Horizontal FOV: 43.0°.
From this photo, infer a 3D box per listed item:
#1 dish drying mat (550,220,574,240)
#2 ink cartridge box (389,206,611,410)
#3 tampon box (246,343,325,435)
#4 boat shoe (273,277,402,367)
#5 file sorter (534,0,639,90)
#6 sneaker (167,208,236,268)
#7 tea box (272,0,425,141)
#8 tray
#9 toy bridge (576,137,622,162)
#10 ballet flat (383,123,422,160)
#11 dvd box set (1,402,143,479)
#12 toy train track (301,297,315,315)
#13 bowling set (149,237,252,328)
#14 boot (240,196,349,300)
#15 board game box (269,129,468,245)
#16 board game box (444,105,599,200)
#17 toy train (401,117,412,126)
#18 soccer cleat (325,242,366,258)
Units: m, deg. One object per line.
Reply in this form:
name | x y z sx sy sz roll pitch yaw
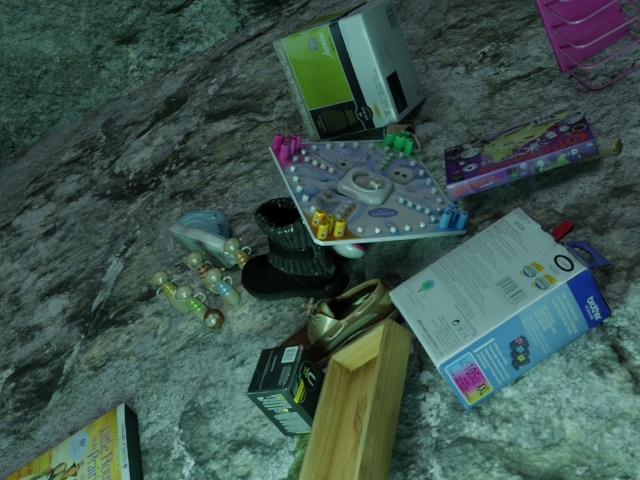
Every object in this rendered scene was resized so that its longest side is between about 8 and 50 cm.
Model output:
dish drying mat | 0.511 -0.012 1.760 0.083 0.008 0.032 -41 33 -8
ink cartridge box | 0.370 0.108 1.602 0.395 0.151 0.270 -35 33 3
tampon box | -0.058 0.315 1.705 0.101 0.161 0.120 -12 41 30
boat shoe | 0.026 0.182 1.837 0.324 0.120 0.123 -30 33 7
file sorter | 0.690 -0.558 2.036 0.202 0.291 0.182 -31 36 5
sneaker | -0.324 -0.031 2.396 0.150 0.135 0.366 -49 37 -15
tea box | 0.087 -0.504 2.413 0.323 0.329 0.220 -7 25 35
tray | 0.063 0.362 1.562 0.203 0.076 0.411 -40 23 41
toy bridge | 0.606 -0.209 1.907 0.188 0.026 0.063 4 49 45
ballet flat | 0.221 -0.224 2.200 0.106 0.108 0.316 -5 41 10
dvd box set | -0.610 0.603 1.917 0.420 0.062 0.308 -32 34 4
toy train track | -0.013 0.160 1.985 0.083 0.014 0.048 0 64 32
bowling set | -0.301 0.122 2.165 0.287 0.154 0.200 -32 33 5
boot | -0.112 0.019 2.031 0.348 0.260 0.131 -3 45 38
board game box | 0.113 -0.144 1.966 0.389 0.050 0.390 -5 42 -21
board game box | 0.468 -0.211 1.938 0.346 0.056 0.208 -17 32 16
toy train | 0.257 -0.334 2.378 0.023 0.017 0.083 -20 35 3
soccer cleat | 0.000 0.000 2.122 0.331 0.116 0.143 37 99 52
